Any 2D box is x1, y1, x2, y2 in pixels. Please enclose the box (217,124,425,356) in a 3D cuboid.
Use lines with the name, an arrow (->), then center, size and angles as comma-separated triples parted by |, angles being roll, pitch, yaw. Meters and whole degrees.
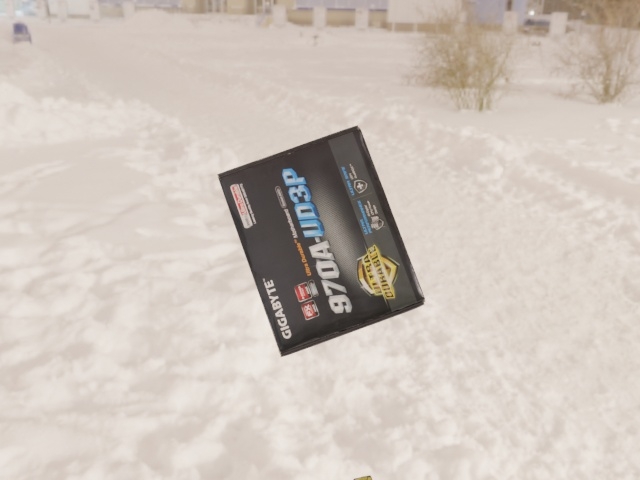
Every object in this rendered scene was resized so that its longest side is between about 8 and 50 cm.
box -> 0.000, 0.000, 0.728 | 0.175, 0.220, 0.051 | -19, -5, -3

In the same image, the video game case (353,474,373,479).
video game case -> 0.082, 0.532, 0.917 | 0.035, 0.274, 0.248 | -18, 7, 18
